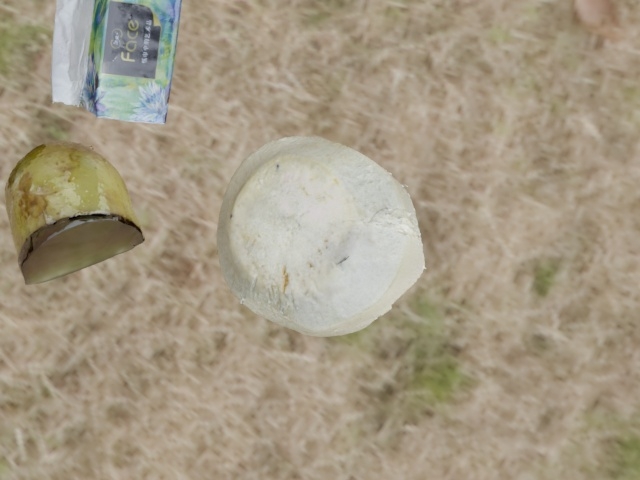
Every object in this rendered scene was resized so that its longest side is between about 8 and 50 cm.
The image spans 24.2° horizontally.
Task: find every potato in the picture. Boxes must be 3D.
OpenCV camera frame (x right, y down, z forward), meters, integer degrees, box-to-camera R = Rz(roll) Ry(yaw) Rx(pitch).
[{"bbox_3d":[-0.185,-0.035,1.060,0.096,0.103,0.066,-21,153,-20],"label":"potato"}]

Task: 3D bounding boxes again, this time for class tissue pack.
[{"bbox_3d":[-0.143,-0.143,1.024,0.079,0.085,0.111,4,102,-23],"label":"tissue pack"}]

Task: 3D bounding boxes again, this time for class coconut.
[{"bbox_3d":[0.003,0.000,1.189,0.161,0.161,0.162,-66,160,2],"label":"coconut"}]
